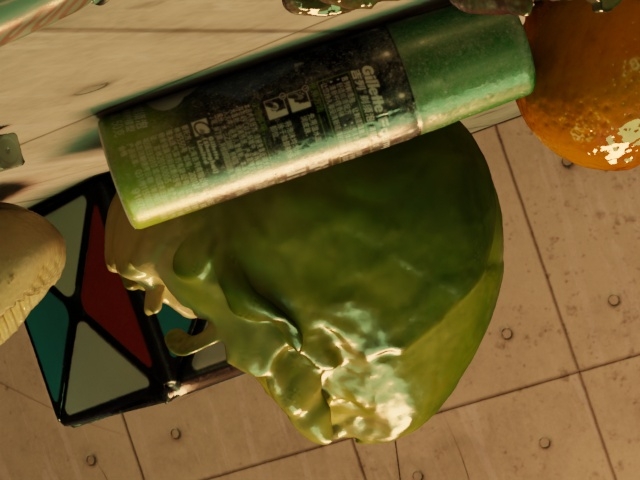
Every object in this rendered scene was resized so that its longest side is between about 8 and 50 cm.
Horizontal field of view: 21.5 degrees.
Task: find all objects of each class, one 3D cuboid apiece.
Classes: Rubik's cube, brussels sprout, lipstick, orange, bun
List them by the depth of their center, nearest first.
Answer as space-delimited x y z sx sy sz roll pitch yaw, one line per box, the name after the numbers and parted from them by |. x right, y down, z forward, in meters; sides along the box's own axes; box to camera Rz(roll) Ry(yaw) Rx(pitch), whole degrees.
-0.259 -0.054 1.206 0.107 0.025 0.025 -12 -177 36 | lipstick
0.240 -0.145 1.361 0.155 0.178 0.177 25 161 -20 | orange
0.000 0.000 1.509 0.371 0.315 0.276 23 -177 -32 | brussels sprout
-0.344 0.044 1.572 0.231 0.133 0.231 -46 -179 1 | bun
-0.172 0.047 1.863 0.246 0.250 0.248 -18 176 -40 | Rubik's cube

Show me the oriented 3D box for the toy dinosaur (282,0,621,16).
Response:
0.111 -0.171 0.972 0.199 0.072 0.251 -3 -158 45 | toy dinosaur

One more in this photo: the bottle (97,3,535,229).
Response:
-0.002 -0.102 1.299 0.330 0.093 0.093 -18 179 -2 | bottle

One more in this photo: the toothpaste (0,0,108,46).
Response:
-0.176 -0.088 0.736 0.205 0.036 0.056 -22 179 -30 | toothpaste
